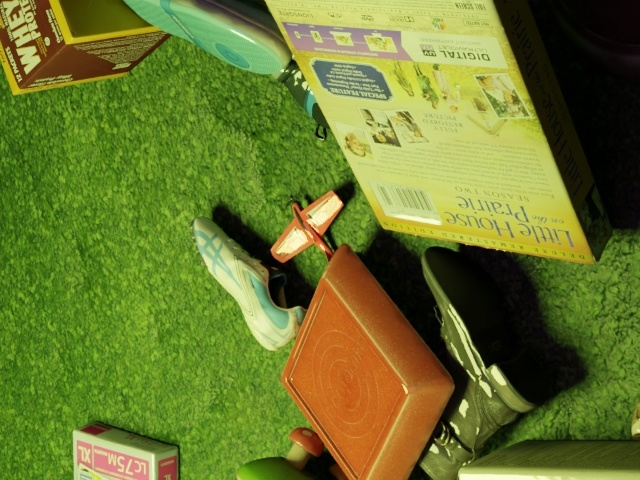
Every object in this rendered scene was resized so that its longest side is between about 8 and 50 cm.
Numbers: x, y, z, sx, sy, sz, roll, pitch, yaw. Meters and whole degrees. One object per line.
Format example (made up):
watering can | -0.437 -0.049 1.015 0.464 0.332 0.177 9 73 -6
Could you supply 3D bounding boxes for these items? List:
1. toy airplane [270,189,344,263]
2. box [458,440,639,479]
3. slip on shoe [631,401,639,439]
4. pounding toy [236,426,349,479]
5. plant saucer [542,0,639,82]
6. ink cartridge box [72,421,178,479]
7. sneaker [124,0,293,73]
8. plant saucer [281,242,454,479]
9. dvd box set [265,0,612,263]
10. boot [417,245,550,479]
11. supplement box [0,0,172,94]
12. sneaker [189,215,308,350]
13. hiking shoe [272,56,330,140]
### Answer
toy airplane | 0.000 0.000 2.011 0.151 0.028 0.151 10 106 39
box | 0.327 0.301 1.720 0.311 0.148 0.121 -6 95 42
slip on shoe | 0.414 0.198 1.695 0.135 0.051 0.041 -13 59 39
pounding toy | 0.007 0.331 2.000 0.237 0.183 0.110 31 86 46
plant saucer | 0.354 -0.324 1.642 0.311 0.050 0.310 9 104 38
ink cartridge box | -0.300 0.451 2.330 0.186 0.065 0.311 9 106 39
sneaker | -0.110 -0.346 1.925 0.319 0.127 0.208 30 77 37
plant saucer | 0.043 0.180 1.940 0.259 0.048 0.258 53 139 32
dvd box set | 0.132 -0.151 1.685 0.308 0.062 0.420 10 144 38
boot | 0.149 0.166 1.882 0.229 0.091 0.263 -47 64 41
supplement box | -0.328 -0.310 2.101 0.194 0.191 0.129 -29 79 51
sneaker | -0.099 0.048 2.081 0.086 0.085 0.237 -40 62 2
hiking shoe | 0.074 -0.248 1.869 0.304 0.113 0.132 -31 97 42
